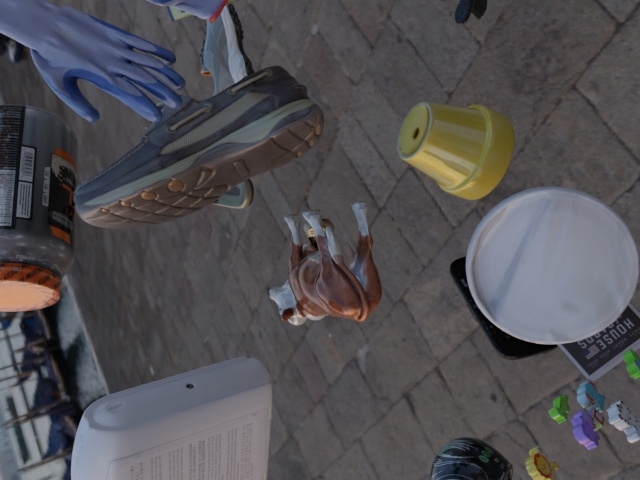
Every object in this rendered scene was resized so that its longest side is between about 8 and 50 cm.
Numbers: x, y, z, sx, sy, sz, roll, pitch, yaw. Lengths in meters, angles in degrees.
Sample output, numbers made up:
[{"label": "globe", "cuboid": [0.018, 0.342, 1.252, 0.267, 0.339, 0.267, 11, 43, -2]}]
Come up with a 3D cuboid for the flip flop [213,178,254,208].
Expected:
[{"label": "flip flop", "cuboid": [-0.276, -0.118, 1.510, 0.277, 0.080, 0.112, 10, 114, 36]}]

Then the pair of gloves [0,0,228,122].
[{"label": "pair of gloves", "cuboid": [-0.161, -0.182, 0.497, 0.023, 0.159, 0.198, -45, 22, 61]}]

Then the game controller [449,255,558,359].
[{"label": "game controller", "cuboid": [0.437, 0.148, 1.534, 0.319, 0.167, 0.067, -113, 23, -44]}]

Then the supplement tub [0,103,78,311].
[{"label": "supplement tub", "cuboid": [-0.514, -0.052, 1.080, 0.193, 0.194, 0.315, 133, 135, -57]}]

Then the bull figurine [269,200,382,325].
[{"label": "bull figurine", "cuboid": [0.001, 0.046, 0.993, 0.310, 0.101, 0.188, -6, 95, 64]}]

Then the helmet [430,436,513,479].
[{"label": "helmet", "cuboid": [0.323, 0.515, 1.402, 0.162, 0.169, 0.169, 17, 121, 31]}]

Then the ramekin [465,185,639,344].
[{"label": "ramekin", "cuboid": [0.388, 0.032, 1.103, 0.127, 0.273, 0.272, -52, -45, -72]}]

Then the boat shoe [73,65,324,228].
[{"label": "boat shoe", "cuboid": [-0.173, -0.130, 0.886, 0.132, 0.356, 0.130, 89, 156, -71]}]

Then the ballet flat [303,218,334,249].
[{"label": "ballet flat", "cuboid": [0.000, 0.000, 1.812, 0.250, 0.084, 0.058, 78, -170, -69]}]

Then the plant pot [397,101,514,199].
[{"label": "plant pot", "cuboid": [0.349, -0.261, 1.732, 0.254, 0.239, 0.254, -48, 34, 49]}]

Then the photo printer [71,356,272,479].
[{"label": "photo printer", "cuboid": [-0.231, 0.336, 1.010, 0.107, 0.308, 0.256, 33, 127, 47]}]

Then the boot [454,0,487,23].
[{"label": "boot", "cuboid": [0.437, -0.668, 1.847, 0.045, 0.099, 0.121, 10, 88, 42]}]

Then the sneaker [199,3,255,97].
[{"label": "sneaker", "cuboid": [-0.210, -0.408, 1.324, 0.100, 0.108, 0.271, -1, -103, -82]}]

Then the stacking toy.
[{"label": "stacking toy", "cuboid": [0.403, 0.258, 0.968, 0.052, 0.221, 0.167, 46, 125, 3]}]

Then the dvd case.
[{"label": "dvd case", "cuboid": [0.579, 0.164, 1.398, 0.179, 0.029, 0.238, -42, 77, 12]}]

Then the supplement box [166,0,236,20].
[{"label": "supplement box", "cuboid": [-0.155, -0.337, 0.854, 0.083, 0.083, 0.056, 5, 119, 47]}]
